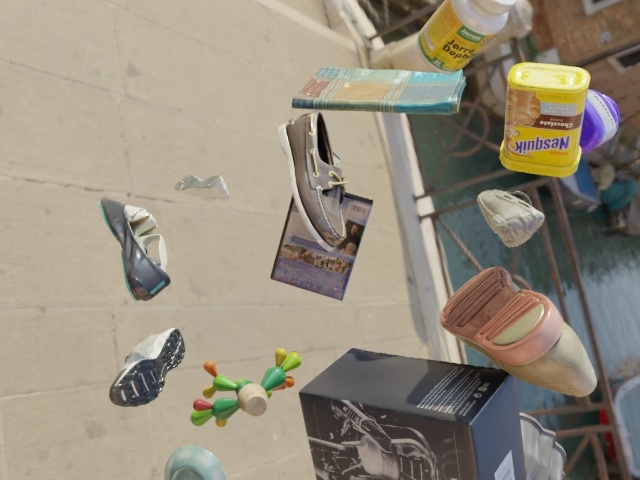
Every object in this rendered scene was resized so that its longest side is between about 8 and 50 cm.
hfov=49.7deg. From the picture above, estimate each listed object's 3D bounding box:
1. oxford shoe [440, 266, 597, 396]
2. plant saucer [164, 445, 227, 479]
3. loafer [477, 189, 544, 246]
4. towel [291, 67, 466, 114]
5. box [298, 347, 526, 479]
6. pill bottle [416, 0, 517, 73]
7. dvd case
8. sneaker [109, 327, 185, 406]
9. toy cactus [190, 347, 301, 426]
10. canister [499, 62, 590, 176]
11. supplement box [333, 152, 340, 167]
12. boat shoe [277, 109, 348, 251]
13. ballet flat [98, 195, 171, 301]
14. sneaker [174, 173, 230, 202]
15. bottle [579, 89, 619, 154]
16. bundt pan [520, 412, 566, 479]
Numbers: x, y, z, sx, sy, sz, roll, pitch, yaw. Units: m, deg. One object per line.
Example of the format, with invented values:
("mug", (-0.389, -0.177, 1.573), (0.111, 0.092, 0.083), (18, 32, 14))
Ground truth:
("oxford shoe", (0.299, 0.147, 1.097), (0.146, 0.140, 0.397), (45, 5, -8))
("plant saucer", (-0.343, 0.648, 1.841), (0.037, 0.195, 0.194), (-6, 80, -69))
("loafer", (0.468, -0.069, 1.709), (0.112, 0.112, 0.319), (58, 9, -16))
("towel", (0.144, -0.354, 1.610), (0.271, 0.371, 0.040), (-63, 154, -58))
("box", (0.162, 0.384, 1.158), (0.179, 0.313, 0.343), (-29, 113, -49))
("pill bottle", (0.279, -0.417, 1.309), (0.118, 0.208, 0.117), (8, 68, -20))
("dvd case", (0.000, 0.000, 1.586), (0.022, 0.181, 0.252), (-66, 172, -71))
("sneaker", (-0.414, 0.301, 1.608), (0.271, 0.108, 0.100), (-54, 131, -64))
("toy cactus", (-0.122, 0.250, 1.175), (0.219, 0.180, 0.112), (-19, 95, -13))
("canister", (0.352, -0.190, 1.091), (0.169, 0.126, 0.073), (77, 32, -47))
("supplement box", (0.011, -0.203, 1.911), (0.083, 0.056, 0.083), (35, 53, -56))
("boat shoe", (-0.001, -0.131, 1.431), (0.117, 0.097, 0.324), (36, 31, -53))
("ballet flat", (-0.265, 0.001, 1.010), (0.074, 0.074, 0.203), (23, 28, -48))
("sneaker", (-0.269, -0.112, 1.558), (0.053, 0.152, 0.061), (-58, 137, -30))
("bottle", (0.532, -0.241, 1.375), (0.283, 0.092, 0.118), (-21, 78, -54))
("bundt pan", (0.310, 0.473, 1.332), (0.330, 0.331, 0.124), (55, 27, -24))
